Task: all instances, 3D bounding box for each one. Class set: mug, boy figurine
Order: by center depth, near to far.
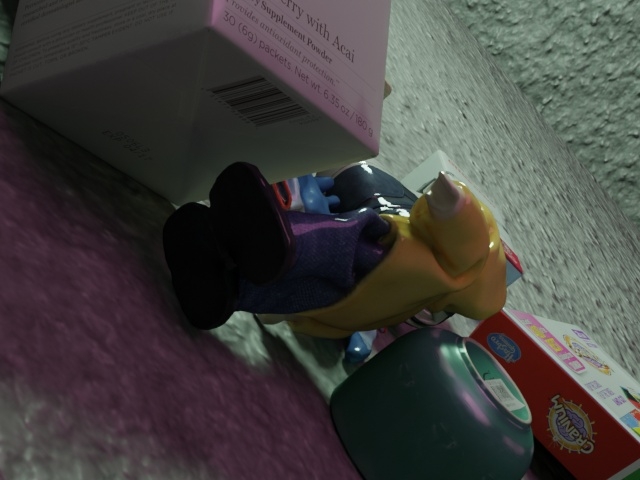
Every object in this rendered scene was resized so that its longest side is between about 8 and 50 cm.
[{"bbox_3d":[0.041,0.007,0.957,0.285,0.177,0.092,0,59,-46],"label":"boy figurine"},{"bbox_3d":[0.083,0.117,0.996,0.129,0.097,0.157,41,18,-29],"label":"mug"}]

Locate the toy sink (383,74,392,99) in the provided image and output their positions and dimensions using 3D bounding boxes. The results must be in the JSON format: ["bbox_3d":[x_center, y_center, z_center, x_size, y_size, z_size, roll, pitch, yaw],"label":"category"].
[{"bbox_3d":[-0.069,-0.198,1.240,0.234,0.131,0.152,42,17,-43],"label":"toy sink"}]

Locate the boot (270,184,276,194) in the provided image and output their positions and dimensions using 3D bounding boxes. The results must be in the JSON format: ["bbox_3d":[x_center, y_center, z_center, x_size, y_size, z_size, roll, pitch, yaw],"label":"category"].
[{"bbox_3d":[-0.060,-0.073,1.156,0.087,0.042,0.118,38,20,-56],"label":"boot"}]

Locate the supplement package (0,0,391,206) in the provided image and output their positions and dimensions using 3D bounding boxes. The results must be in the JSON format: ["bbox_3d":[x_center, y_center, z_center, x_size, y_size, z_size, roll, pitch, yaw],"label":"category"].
[{"bbox_3d":[-0.067,-0.201,0.949,0.177,0.175,0.293,33,54,-46],"label":"supplement package"}]

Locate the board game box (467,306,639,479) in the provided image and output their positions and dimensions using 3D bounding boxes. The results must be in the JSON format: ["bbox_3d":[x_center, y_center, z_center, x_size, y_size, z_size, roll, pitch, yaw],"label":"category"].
[{"bbox_3d":[0.294,0.197,1.338,0.316,0.064,0.242,46,14,26],"label":"board game box"}]

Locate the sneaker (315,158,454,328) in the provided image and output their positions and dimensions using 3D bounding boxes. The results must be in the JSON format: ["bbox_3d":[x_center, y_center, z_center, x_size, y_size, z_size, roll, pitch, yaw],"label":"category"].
[{"bbox_3d":[0.104,0.022,1.270,0.226,0.086,0.163,25,21,-43],"label":"sneaker"}]

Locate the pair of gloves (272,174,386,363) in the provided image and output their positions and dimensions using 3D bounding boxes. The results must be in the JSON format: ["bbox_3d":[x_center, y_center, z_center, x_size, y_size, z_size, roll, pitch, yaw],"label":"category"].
[{"bbox_3d":[0.000,0.000,1.106,0.198,0.023,0.159,68,14,7],"label":"pair of gloves"}]

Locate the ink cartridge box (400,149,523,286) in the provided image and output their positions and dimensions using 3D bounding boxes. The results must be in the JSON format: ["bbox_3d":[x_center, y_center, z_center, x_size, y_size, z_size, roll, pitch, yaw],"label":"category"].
[{"bbox_3d":[0.150,-0.016,1.544,0.109,0.063,0.150,43,17,-23],"label":"ink cartridge box"}]
